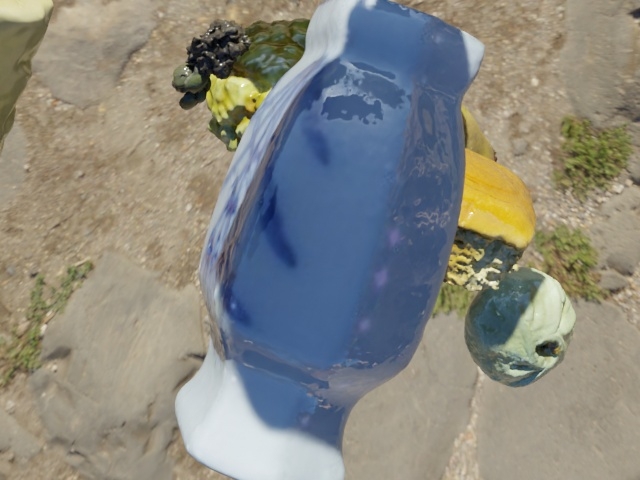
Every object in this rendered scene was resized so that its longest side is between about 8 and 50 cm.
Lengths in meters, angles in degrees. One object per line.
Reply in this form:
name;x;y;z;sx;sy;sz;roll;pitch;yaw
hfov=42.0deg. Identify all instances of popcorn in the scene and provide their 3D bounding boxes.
popcorn;-0.035;-0.253;1.489;0.335;0.274;0.279;-12;109;-29

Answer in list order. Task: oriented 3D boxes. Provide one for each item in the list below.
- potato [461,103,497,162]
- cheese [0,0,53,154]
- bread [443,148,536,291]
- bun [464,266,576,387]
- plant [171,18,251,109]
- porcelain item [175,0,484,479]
potato;0.225;-0.199;1.719;0.229;0.229;0.266;-34;129;8
cheese;-0.208;-0.061;0.389;0.123;0.094;0.167;5;123;-41
bread;0.160;-0.037;0.969;0.174;0.245;0.121;33;115;2
bun;0.324;0.140;1.316;0.195;0.118;0.195;-9;115;-20
plant;-0.173;-0.266;1.263;0.174;0.087;0.085;-41;68;36
porcelain item;0.000;0.000;0.737;0.178;0.242;0.405;16;95;-17
